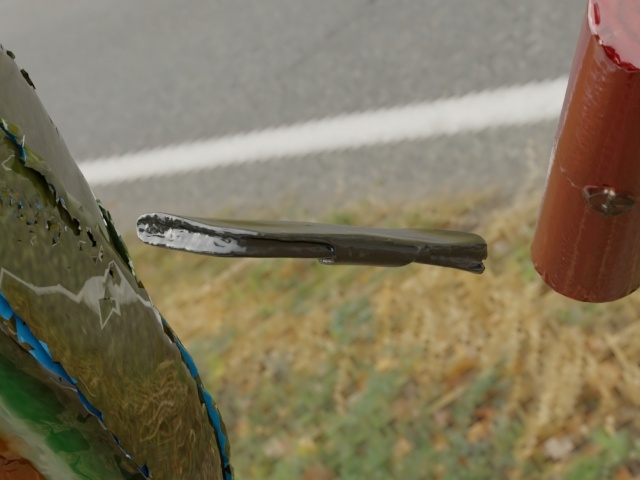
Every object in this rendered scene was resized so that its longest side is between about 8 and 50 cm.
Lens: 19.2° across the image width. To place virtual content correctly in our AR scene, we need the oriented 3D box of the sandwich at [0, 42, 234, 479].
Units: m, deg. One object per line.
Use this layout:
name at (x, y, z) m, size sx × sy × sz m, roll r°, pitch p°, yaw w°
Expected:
sandwich at (-0.104, 0.014, 0.373) m, size 0.159 × 0.235 × 0.079 m, roll -37°, pitch 36°, yaw 34°

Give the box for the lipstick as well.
lipstick at (0.156, -0.047, 0.993) m, size 0.073 × 0.073 × 0.279 m, roll -38°, pitch -21°, yaw -15°

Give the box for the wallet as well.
wallet at (0.000, 0.000, 0.862) m, size 0.157 × 0.018 × 0.082 m, roll 3°, pitch 6°, yaw -39°
